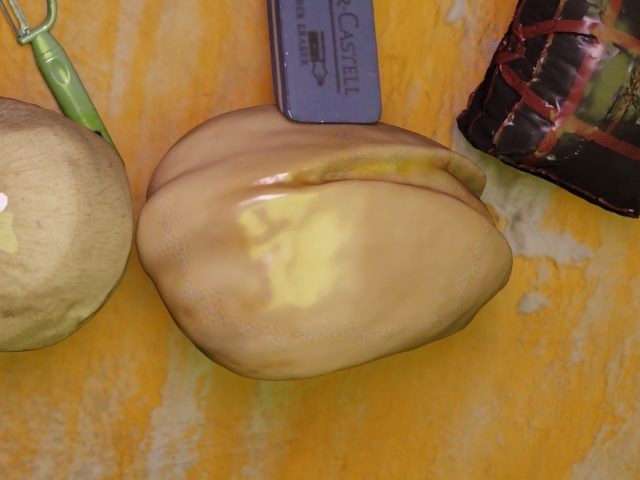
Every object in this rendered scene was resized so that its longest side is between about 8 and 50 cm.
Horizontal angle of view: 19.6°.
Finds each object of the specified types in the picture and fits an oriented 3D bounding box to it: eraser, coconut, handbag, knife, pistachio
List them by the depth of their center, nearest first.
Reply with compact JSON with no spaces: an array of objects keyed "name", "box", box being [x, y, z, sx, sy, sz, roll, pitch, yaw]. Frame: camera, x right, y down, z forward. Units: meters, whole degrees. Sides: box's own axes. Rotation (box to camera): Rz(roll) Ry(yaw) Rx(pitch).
[{"name":"coconut","box":[-0.250,-0.012,1.403,0.224,0.224,0.224,-8,112,-19]},{"name":"eraser","box":[-0.002,-0.197,1.457,0.082,0.036,0.225,0,79,-21]},{"name":"knife","box":[-0.201,-0.138,1.473,0.054,0.015,0.212,-33,117,-16]},{"name":"pistachio","box":[0.000,0.000,1.489,0.321,0.238,0.229,4,64,-34]},{"name":"handbag","box":[0.228,-0.145,1.563,0.169,0.155,0.215,19,103,-20]}]
